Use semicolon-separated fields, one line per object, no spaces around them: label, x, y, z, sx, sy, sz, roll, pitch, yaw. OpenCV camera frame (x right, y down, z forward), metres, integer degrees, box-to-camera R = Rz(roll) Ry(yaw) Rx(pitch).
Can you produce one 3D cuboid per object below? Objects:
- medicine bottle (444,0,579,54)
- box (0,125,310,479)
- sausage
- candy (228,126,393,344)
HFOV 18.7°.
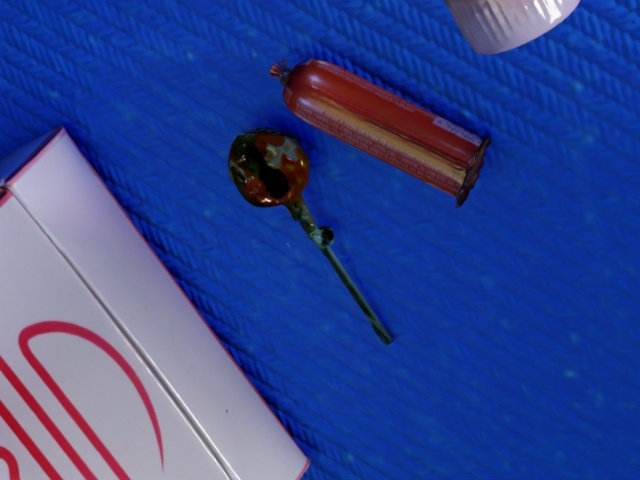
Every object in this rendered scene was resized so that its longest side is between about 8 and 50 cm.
medicine bottle;0.063;-0.205;1.031;0.122;0.122;0.212;-16;113;35
box;-0.257;0.162;1.336;0.314;0.300;0.312;-24;109;37
sausage;0.032;-0.072;1.190;0.145;0.050;0.048;27;172;8
candy;0.000;0.000;1.268;0.055;0.049;0.185;-11;125;41
